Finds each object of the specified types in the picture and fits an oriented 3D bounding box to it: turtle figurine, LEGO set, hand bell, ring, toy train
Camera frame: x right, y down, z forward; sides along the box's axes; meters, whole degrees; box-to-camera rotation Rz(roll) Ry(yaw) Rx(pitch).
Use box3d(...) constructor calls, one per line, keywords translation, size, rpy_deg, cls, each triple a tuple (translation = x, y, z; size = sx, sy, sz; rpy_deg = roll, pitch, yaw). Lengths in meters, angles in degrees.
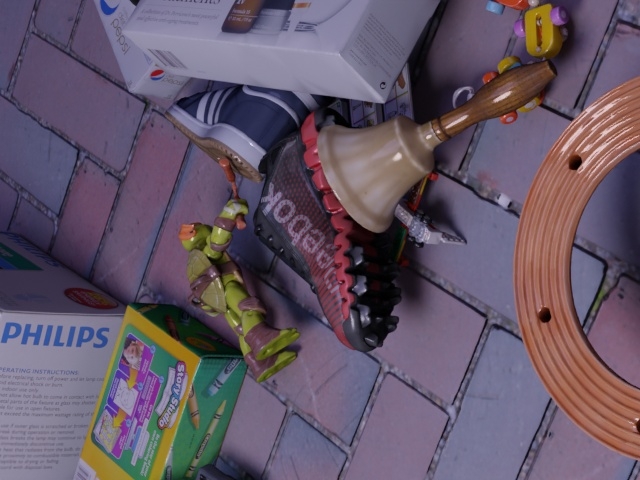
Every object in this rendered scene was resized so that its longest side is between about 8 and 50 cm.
box3d(translation=(-0.108, 0.047, 1.718), size=(0.217, 0.087, 0.269), rpy_deg=(55, 148, 23), cls="turtle figurine")
box3d(translation=(0.073, -0.055, 1.641), size=(0.182, 0.060, 0.244), rpy_deg=(-27, 64, 54), cls="LEGO set")
box3d(translation=(0.128, -0.117, 1.482), size=(0.242, 0.126, 0.126), rpy_deg=(-30, 64, 26), cls="hand bell")
box3d(translation=(0.303, 0.021, 1.233), size=(0.337, 0.032, 0.336), rpy_deg=(-8, 79, 44), cls="ring")
box3d(translation=(0.201, -0.200, 1.515), size=(0.125, 0.046, 0.166), rpy_deg=(24, 100, 47), cls="toy train")

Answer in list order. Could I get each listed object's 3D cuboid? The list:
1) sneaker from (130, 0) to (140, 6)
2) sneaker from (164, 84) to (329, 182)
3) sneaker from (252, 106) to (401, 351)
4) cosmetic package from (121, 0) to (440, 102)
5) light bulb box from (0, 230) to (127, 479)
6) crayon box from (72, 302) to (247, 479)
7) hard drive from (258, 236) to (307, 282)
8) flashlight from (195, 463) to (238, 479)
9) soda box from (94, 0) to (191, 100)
box3d(translation=(-0.180, -0.458, 1.892), size=(0.295, 0.124, 0.178), rpy_deg=(-49, 51, 17), cls="sneaker")
box3d(translation=(-0.085, -0.164, 1.767), size=(0.153, 0.099, 0.282), rpy_deg=(-52, 25, -4), cls="sneaker")
box3d(translation=(0.000, 0.000, 1.583), size=(0.135, 0.098, 0.276), rpy_deg=(-24, 66, 25), cls="sneaker")
box3d(translation=(-0.019, -0.311, 1.647), size=(0.377, 0.097, 0.284), rpy_deg=(13, 68, 46), cls="cosmetic package")
box3d(translation=(-0.469, 0.201, 2.019), size=(0.358, 0.225, 0.361), rpy_deg=(27, 105, 45), cls="light bulb box")
box3d(translation=(-0.205, 0.236, 1.845), size=(0.165, 0.081, 0.278), rpy_deg=(30, 106, 43), cls="crayon box")
box3d(translation=(-0.025, -0.018, 1.714), size=(0.135, 0.022, 0.094), rpy_deg=(40, 117, 54), cls="hard drive")
box3d(translation=(-0.044, 0.364, 1.660), size=(0.304, 0.103, 0.103), rpy_deg=(23, 75, 49), cls="flashlight")
box3d(translation=(-0.238, -0.291, 1.954), size=(0.069, 0.074, 0.216), rpy_deg=(-44, 56, 33), cls="soda box")
